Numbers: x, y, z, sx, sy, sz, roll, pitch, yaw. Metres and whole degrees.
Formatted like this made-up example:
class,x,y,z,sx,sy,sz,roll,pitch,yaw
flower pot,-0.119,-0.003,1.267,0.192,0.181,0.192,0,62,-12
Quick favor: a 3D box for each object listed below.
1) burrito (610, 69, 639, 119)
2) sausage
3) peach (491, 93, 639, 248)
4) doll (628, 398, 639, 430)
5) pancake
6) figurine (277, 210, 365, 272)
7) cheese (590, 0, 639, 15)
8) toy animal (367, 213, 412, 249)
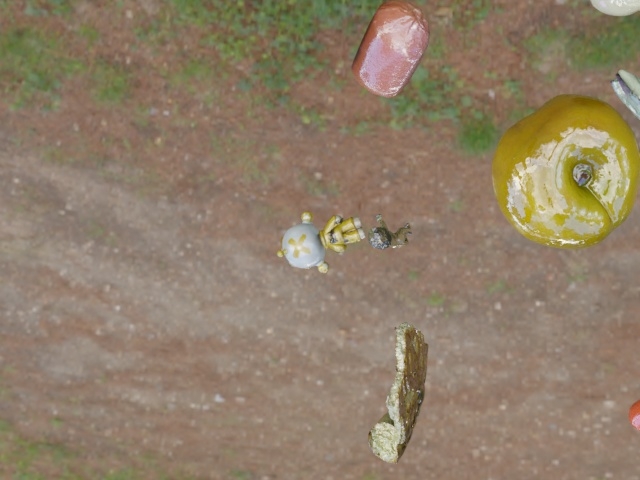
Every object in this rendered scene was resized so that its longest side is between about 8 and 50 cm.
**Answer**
class,x,y,z,sx,sy,sz,roll,pitch,yaw
burrito,0.731,-0.249,2.085,0.066,0.309,0.096,-40,152,3
sausage,0.066,-0.173,0.895,0.054,0.059,0.094,31,136,5
peach,0.399,-0.106,1.588,0.251,0.251,0.153,18,-171,-19
doll,0.657,0.247,1.741,0.130,0.161,0.290,39,138,-2
pancake,0.125,0.244,1.547,0.056,0.212,0.257,5,165,17
figurine,0.003,0.004,1.664,0.143,0.101,0.068,6,-178,4
cheese,0.587,-0.485,1.686,0.233,0.266,0.127,-12,111,54
toy animal,0.166,-0.016,2.402,0.220,0.086,0.069,-9,141,-57
